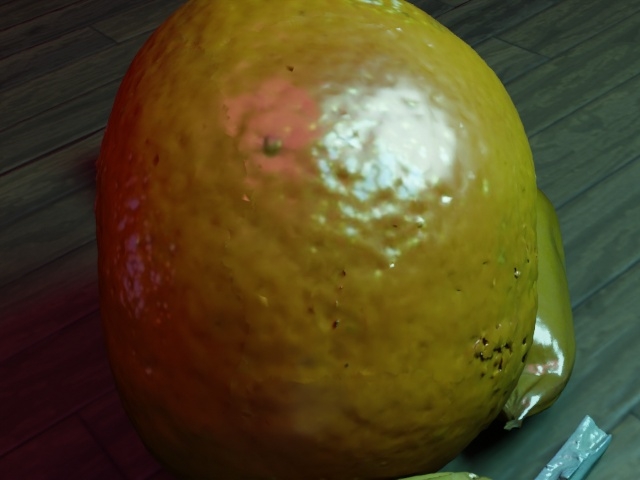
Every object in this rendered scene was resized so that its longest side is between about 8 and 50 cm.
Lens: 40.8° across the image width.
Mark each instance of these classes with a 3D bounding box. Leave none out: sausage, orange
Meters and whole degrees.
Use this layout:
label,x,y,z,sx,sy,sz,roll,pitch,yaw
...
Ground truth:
label,x,y,z,sx,sy,sz,roll,pitch,yaw
sausage,0.185,0.064,0.825,0.112,0.112,0.328,0,40,10
orange,0.000,0.000,0.691,0.326,0.424,0.424,0,39,-1

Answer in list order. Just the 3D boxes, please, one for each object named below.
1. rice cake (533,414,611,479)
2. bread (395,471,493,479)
label,x,y,z,sx,sy,sz,roll,pitch,yaw
rice cake,0.180,0.210,0.697,0.030,0.042,0.180,28,52,33
bread,0.085,0.246,0.526,0.240,0.240,0.139,20,36,31
